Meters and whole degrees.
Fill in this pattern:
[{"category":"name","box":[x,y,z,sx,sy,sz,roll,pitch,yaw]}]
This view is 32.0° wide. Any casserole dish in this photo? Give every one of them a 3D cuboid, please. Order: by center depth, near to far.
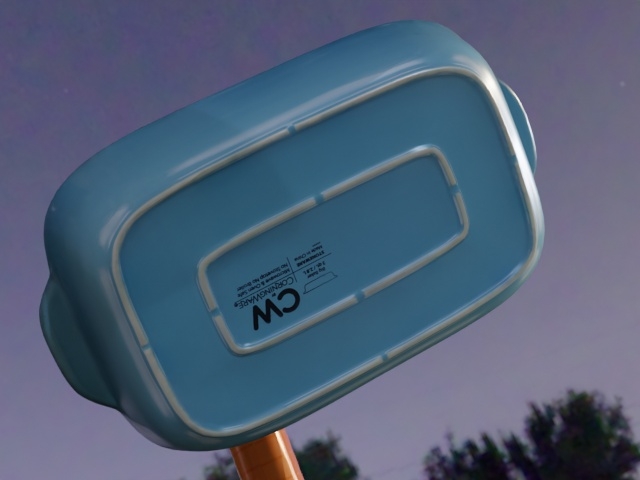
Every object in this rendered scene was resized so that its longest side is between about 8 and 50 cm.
[{"category":"casserole dish","box":[0.000,0.000,0.372,0.188,0.114,0.037,-26,17,-14]}]

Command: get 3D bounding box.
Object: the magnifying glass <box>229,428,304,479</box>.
[{"category":"magnifying glass","box":[0.002,0.145,0.407,0.026,0.231,0.092,-21,-15,4]}]
